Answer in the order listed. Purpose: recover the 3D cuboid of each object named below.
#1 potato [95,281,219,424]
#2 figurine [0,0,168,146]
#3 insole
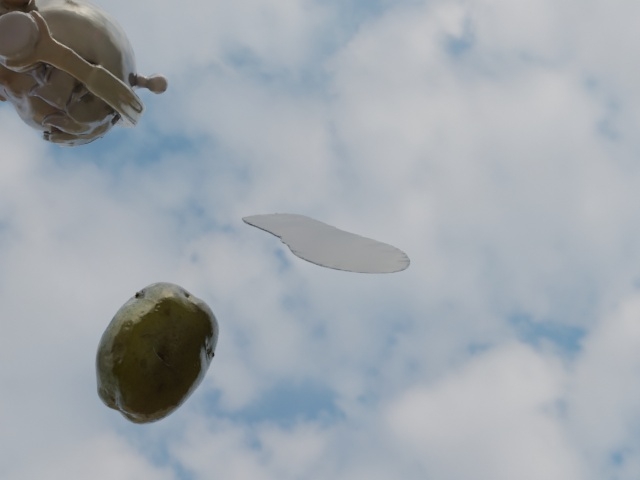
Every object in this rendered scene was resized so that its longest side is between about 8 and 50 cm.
[{"bbox_3d":[-0.232,0.157,1.504,0.154,0.137,0.200,34,-122,1],"label":"potato"},{"bbox_3d":[-0.245,-0.144,0.862,0.237,0.162,0.141,23,-95,-19],"label":"figurine"},{"bbox_3d":[0.000,0.000,1.115,0.109,0.322,0.007,-4,-78,-24],"label":"insole"}]
